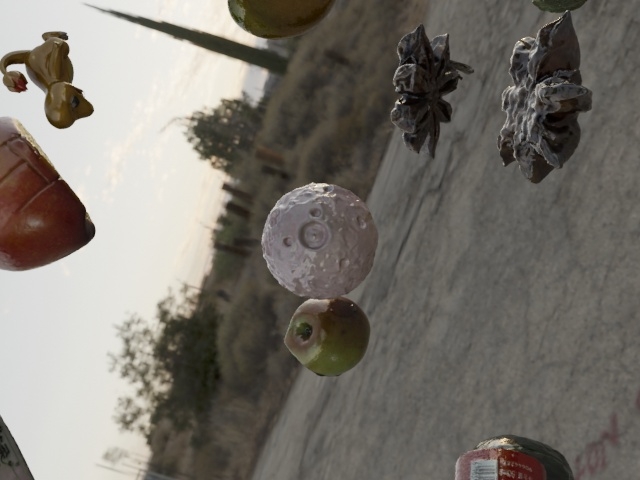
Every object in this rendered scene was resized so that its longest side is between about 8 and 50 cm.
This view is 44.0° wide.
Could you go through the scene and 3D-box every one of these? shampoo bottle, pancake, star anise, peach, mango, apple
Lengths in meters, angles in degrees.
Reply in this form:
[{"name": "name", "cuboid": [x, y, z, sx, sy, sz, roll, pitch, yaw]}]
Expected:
[{"name": "shampoo bottle", "cuboid": [0.205, 0.371, 0.901, 0.314, 0.118, 0.076, -69, -15, -59]}, {"name": "pancake", "cuboid": [0.515, -0.522, 1.672, 0.129, 0.116, 0.022, -28, 54, 47]}, {"name": "star anise", "cuboid": [0.400, -0.249, 1.412, 0.315, 0.108, 0.315, -174, 90, -84]}, {"name": "star anise", "cuboid": [0.174, -0.246, 1.303, 0.262, 0.081, 0.230, -49, -47, -46]}, {"name": "peach", "cuboid": [-0.515, -0.063, 1.356, 0.245, 0.275, 0.249, -55, -16, 12]}, {"name": "mango", "cuboid": [-0.054, -0.385, 1.235, 0.099, 0.136, 0.227, -10, 25, 50]}, {"name": "apple", "cuboid": [0.026, 0.240, 1.999, 0.188, 0.174, 0.207, 10, -99, -58]}]

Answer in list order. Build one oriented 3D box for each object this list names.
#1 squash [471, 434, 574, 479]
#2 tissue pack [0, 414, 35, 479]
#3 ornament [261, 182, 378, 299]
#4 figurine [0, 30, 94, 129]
[{"name": "squash", "cuboid": [0.276, 0.407, 1.151, 0.252, 0.165, 0.252, 15, -90, -89]}, {"name": "tissue pack", "cuboid": [-0.631, 0.346, 1.219, 0.259, 0.361, 0.122, 68, -155, -16]}, {"name": "ornament", "cuboid": [0.000, 0.000, 1.718, 0.225, 0.260, 0.259, 34, -107, -82]}, {"name": "figurine", "cuboid": [-0.441, -0.249, 1.264, 0.176, 0.122, 0.121, 60, 142, 26]}]
